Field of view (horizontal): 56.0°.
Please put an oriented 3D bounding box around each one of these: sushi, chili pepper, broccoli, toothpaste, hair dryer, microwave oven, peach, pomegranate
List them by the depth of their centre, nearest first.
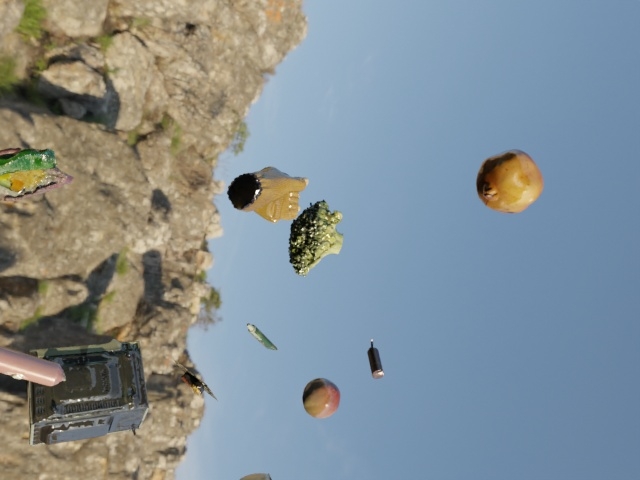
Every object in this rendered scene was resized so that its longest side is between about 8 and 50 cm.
[{"bbox_3d":[0.003,0.322,1.227,0.083,0.083,0.083,-39,-135,54],"label":"peach"},{"bbox_3d":[-0.771,0.289,1.393,0.125,0.352,0.211,-42,-147,44],"label":"hair dryer"},{"bbox_3d":[-0.325,0.364,1.527,0.026,0.126,0.120,-49,153,-23],"label":"sushi"},{"bbox_3d":[-0.826,-0.205,1.606,0.098,0.224,0.061,151,-74,-76],"label":"chili pepper"},{"bbox_3d":[-0.916,-0.218,1.877,0.107,0.240,0.162,-161,-129,-78],"label":"sushi"},{"bbox_3d":[0.601,-0.189,1.911,0.209,0.209,0.209,-39,-135,54],"label":"pomegranate"},{"bbox_3d":[-0.769,0.493,1.983,0.219,0.354,0.287,-58,-139,45],"label":"microwave oven"},{"bbox_3d":[-0.219,0.361,2.224,0.049,0.204,0.032,2,-124,31],"label":"toothpaste"},{"bbox_3d":[0.000,0.000,2.405,0.288,0.245,0.248,-61,-150,31],"label":"broccoli"}]

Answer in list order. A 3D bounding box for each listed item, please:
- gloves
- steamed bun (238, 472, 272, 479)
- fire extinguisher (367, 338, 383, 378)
[{"bbox_3d":[-0.172,-0.169,2.059,0.203,0.356,0.155,-43,-115,21],"label":"gloves"},{"bbox_3d":[-0.199,0.822,1.798,0.241,0.164,0.147,-135,-145,-69],"label":"steamed bun"},{"bbox_3d":[0.196,0.440,2.190,0.157,0.045,0.078,-100,-171,-59],"label":"fire extinguisher"}]
